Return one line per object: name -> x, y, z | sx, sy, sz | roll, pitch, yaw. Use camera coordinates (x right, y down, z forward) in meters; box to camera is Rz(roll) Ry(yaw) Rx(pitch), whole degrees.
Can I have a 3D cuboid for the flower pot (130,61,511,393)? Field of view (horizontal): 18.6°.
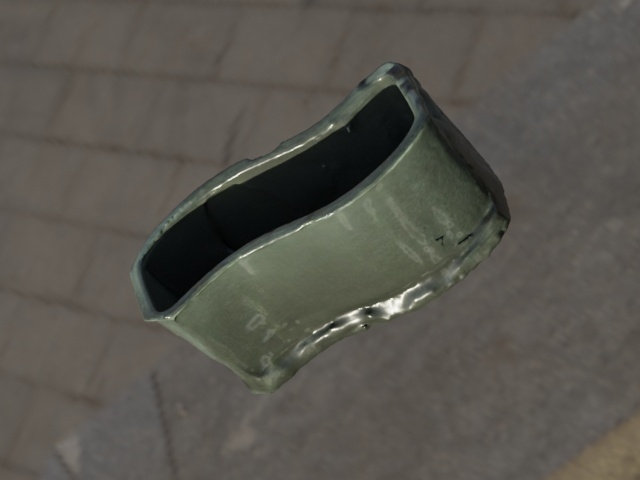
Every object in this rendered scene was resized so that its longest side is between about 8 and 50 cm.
flower pot -> 0.000, 0.000, 1.239 | 0.229, 0.108, 0.103 | -34, 36, 19
